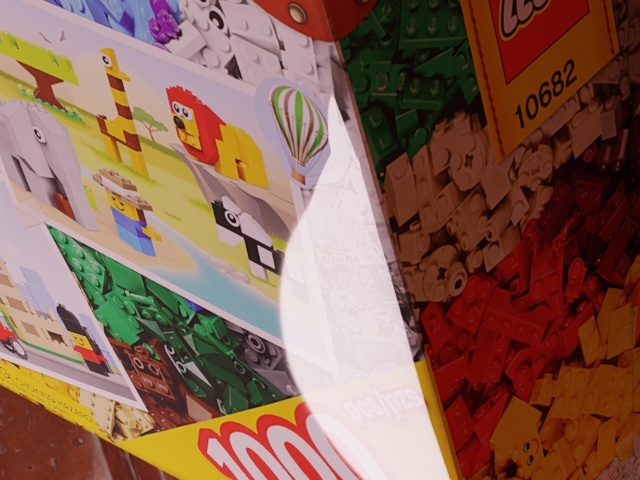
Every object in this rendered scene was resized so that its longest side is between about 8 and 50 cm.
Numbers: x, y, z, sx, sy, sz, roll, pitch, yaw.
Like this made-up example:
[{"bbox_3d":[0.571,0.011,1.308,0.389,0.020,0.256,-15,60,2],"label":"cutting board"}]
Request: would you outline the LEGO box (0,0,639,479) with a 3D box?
[{"bbox_3d":[-0.080,-0.081,0.794,0.500,0.193,0.372,19,139,41],"label":"LEGO box"}]
